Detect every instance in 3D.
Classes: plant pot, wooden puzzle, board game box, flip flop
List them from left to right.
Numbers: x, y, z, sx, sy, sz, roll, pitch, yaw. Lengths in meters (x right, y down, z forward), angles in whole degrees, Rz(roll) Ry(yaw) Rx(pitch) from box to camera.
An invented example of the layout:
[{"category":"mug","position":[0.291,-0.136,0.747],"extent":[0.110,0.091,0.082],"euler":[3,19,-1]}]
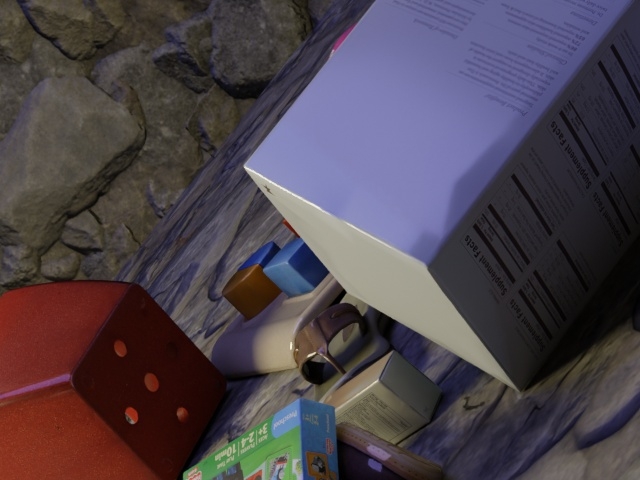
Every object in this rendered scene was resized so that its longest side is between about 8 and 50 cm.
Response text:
[{"category":"plant pot","position":[-0.274,0.197,2.169],"extent":[0.236,0.267,0.267],"euler":[-25,25,39]},{"category":"board game box","position":[-0.044,0.245,1.362],"extent":[0.160,0.039,0.211],"euler":[-36,47,41]},{"category":"wooden puzzle","position":[0.000,0.000,2.155],"extent":[0.348,0.080,0.322],"euler":[-53,12,-17]},{"category":"flip flop","position":[0.016,0.098,1.761],"extent":[0.112,0.080,0.277],"euler":[-46,11,19]}]

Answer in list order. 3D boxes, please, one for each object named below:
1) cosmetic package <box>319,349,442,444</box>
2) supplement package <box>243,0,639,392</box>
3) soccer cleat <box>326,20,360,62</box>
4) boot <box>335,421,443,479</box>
[{"category":"cosmetic package","position":[0.043,0.146,1.551],"extent":[0.115,0.060,0.041],"euler":[-37,16,42]},{"category":"supplement package","position":[0.125,-0.069,1.394],"extent":[0.199,0.198,0.263],"euler":[29,76,39]},{"category":"soccer cleat","position":[0.024,-0.199,2.628],"extent":[0.143,0.116,0.331],"euler":[-36,18,50]},{"category":"boot","position":[-0.004,0.248,1.416],"extent":[0.248,0.090,0.207],"euler":[-10,55,67]}]
